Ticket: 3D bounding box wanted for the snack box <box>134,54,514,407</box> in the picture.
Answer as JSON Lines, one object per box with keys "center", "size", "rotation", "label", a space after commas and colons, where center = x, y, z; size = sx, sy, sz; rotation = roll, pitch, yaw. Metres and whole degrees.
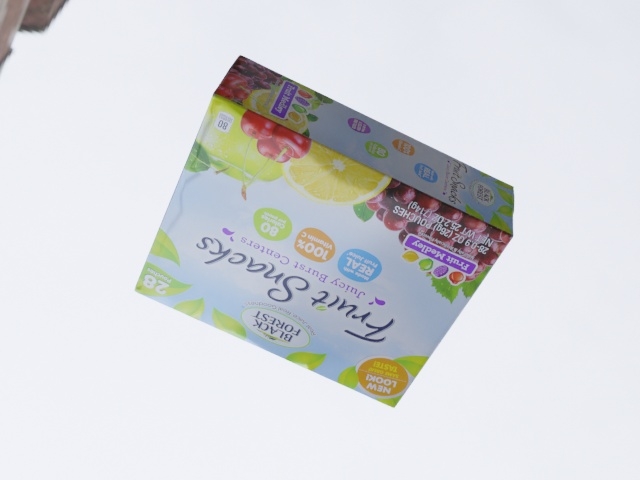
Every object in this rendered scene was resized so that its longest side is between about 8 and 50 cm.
{"center": [0.000, 0.000, 0.673], "size": [0.207, 0.174, 0.070], "rotation": [26, -145, -4], "label": "snack box"}
